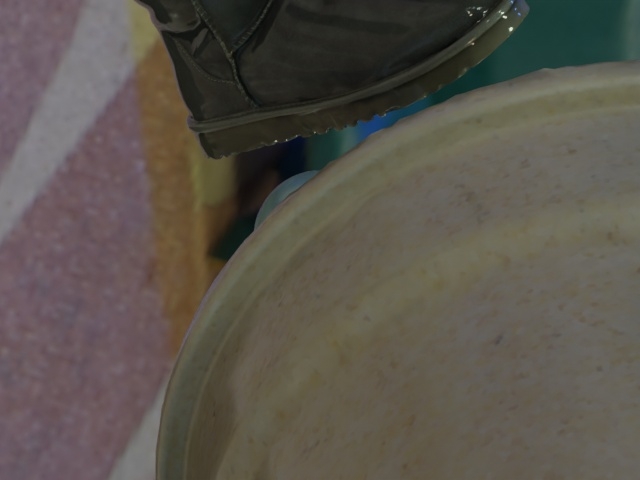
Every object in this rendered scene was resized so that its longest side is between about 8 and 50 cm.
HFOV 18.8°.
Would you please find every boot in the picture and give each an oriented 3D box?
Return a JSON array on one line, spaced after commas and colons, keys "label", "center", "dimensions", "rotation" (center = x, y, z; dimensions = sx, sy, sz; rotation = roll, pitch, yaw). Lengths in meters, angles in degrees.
[{"label": "boot", "center": [-0.036, -0.143, 0.800], "dimensions": [0.208, 0.189, 0.076], "rotation": [63, 32, -18]}]

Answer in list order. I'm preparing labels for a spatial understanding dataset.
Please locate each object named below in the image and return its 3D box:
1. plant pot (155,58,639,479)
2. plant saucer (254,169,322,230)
[{"label": "plant pot", "center": [0.110, 0.163, 0.575], "dimensions": [0.305, 0.333, 0.334], "rotation": [-92, -173, -59]}, {"label": "plant saucer", "center": [0.000, 0.000, 1.650], "dimensions": [0.021, 0.119, 0.119], "rotation": [-34, 139, -81]}]
